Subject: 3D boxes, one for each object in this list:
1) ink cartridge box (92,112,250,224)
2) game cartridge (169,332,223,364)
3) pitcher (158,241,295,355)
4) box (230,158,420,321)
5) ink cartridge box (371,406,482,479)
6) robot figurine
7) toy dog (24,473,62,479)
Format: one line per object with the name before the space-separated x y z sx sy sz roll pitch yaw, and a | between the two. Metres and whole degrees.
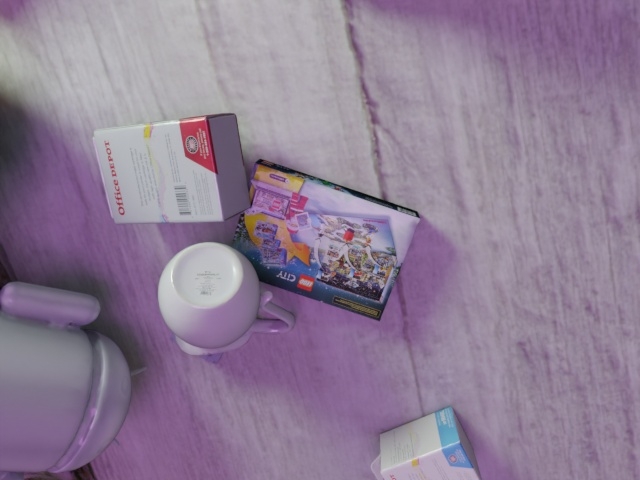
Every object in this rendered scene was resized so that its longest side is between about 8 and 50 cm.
ink cartridge box | -0.191 -0.092 0.685 0.175 0.072 0.128 0 108 23
game cartridge | -0.183 0.149 0.810 0.083 0.017 0.056 30 110 -5
pitcher | -0.117 0.086 0.702 0.177 0.207 0.126 -2 63 -8
box | 0.000 0.000 0.734 0.232 0.044 0.159 19 108 -1
ink cartridge box | 0.156 0.335 0.799 0.143 0.090 0.092 -25 103 13
robot figurine | -0.410 0.201 0.708 0.353 0.199 0.300 27 89 -42
toy dog | -0.563 0.409 0.774 0.220 0.161 0.334 -19 133 21
